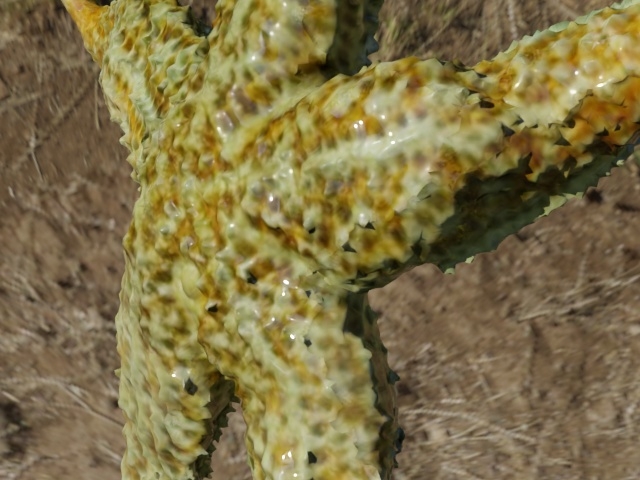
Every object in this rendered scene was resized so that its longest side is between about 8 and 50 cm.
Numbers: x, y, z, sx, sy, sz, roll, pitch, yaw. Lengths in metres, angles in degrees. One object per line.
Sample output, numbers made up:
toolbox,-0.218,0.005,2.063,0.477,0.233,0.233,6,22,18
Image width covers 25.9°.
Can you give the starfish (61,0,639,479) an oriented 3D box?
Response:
starfish,-0.002,0.001,0.423,0.078,0.347,0.358,7,60,-43
